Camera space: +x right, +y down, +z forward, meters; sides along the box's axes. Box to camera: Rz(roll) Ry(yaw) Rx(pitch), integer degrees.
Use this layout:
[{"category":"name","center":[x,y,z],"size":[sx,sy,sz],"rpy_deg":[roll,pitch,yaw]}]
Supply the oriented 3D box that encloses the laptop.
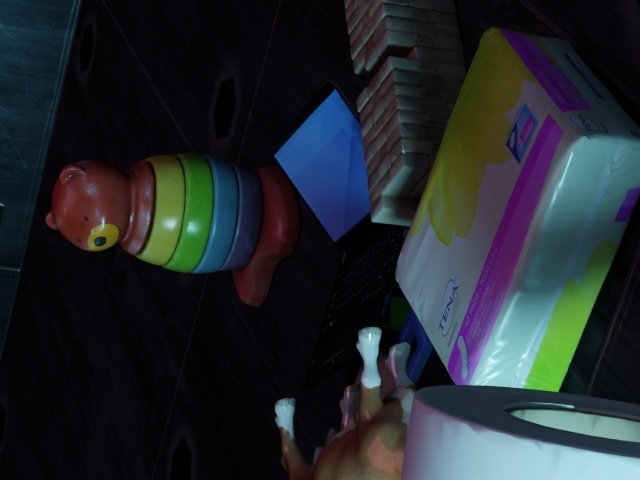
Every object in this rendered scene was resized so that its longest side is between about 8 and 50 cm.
[{"category":"laptop","center":[0.000,0.000,2.086],"size":[0.234,0.136,0.264],"rpy_deg":[138,152,-65]}]

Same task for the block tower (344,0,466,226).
[{"category":"block tower","center":[0.092,-0.180,2.008],"size":[0.097,0.091,0.336],"rpy_deg":[128,142,-53]}]

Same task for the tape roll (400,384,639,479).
[{"category":"tape roll","center":[0.199,0.179,1.383],"size":[0.286,0.286,0.100],"rpy_deg":[-164,81,-68]}]

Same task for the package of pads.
[{"category":"package of pads","center":[0.176,-0.020,1.738],"size":[0.229,0.101,0.297],"rpy_deg":[-117,41,-54]}]

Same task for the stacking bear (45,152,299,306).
[{"category":"stacking bear","center":[-0.196,-0.034,2.406],"size":[0.175,0.289,0.164],"rpy_deg":[121,148,-45]}]

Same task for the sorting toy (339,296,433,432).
[{"category":"sorting toy","center":[0.067,0.220,2.012],"size":[0.196,0.047,0.348],"rpy_deg":[-119,42,-62]}]

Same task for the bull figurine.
[{"category":"bull figurine","center":[0.056,0.201,1.849],"size":[0.310,0.101,0.188],"rpy_deg":[-39,52,46]}]
